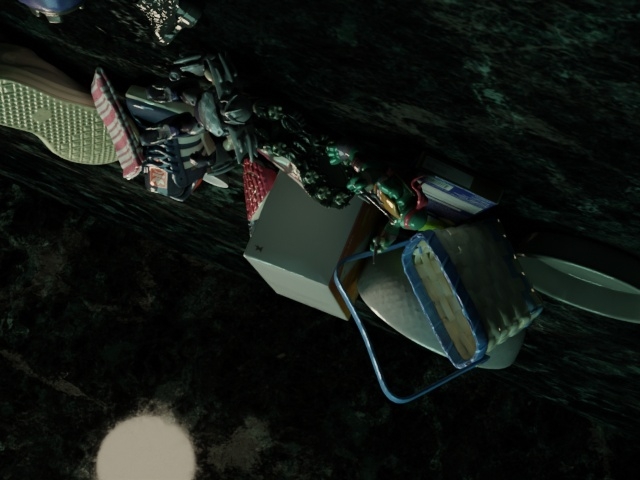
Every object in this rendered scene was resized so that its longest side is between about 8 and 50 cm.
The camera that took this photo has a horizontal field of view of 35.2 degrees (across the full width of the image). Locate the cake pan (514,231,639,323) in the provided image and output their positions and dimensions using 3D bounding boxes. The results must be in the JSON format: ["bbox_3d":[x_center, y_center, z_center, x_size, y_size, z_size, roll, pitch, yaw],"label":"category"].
[{"bbox_3d":[0.456,0.062,1.714,0.293,0.054,0.293,22,169,4],"label":"cake pan"}]

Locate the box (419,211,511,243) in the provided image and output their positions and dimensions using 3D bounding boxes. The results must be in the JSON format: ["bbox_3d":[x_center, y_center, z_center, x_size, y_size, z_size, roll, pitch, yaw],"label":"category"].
[{"bbox_3d":[0.255,-0.008,1.814,0.178,0.042,0.109,27,170,-27],"label":"box"}]

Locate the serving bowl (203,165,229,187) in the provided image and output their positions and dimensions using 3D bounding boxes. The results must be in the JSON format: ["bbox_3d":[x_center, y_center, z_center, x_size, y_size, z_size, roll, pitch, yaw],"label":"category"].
[{"bbox_3d":[-0.235,-0.145,2.205,0.083,0.027,0.083,23,169,5],"label":"serving bowl"}]

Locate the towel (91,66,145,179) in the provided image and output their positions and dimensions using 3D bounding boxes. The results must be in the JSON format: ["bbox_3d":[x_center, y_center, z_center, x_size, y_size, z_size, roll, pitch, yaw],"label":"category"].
[{"bbox_3d":[-0.378,-0.213,1.854,0.197,0.029,0.144,66,162,-1],"label":"towel"}]

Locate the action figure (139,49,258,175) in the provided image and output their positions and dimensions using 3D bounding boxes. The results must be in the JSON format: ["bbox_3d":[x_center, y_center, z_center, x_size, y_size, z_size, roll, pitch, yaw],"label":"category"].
[{"bbox_3d":[-0.182,-0.192,1.523,0.099,0.185,0.285,-12,-168,-30],"label":"action figure"}]

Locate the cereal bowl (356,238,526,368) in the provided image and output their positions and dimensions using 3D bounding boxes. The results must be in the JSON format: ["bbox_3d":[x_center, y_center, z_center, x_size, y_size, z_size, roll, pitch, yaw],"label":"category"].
[{"bbox_3d":[0.248,0.094,1.923,0.339,0.141,0.339,24,-163,-8],"label":"cereal bowl"}]

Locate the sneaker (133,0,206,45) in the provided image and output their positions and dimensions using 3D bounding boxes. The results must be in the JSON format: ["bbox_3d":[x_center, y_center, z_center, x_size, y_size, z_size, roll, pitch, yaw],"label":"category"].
[{"bbox_3d":[-0.207,-0.306,1.301,0.089,0.051,0.170,28,164,-25],"label":"sneaker"}]

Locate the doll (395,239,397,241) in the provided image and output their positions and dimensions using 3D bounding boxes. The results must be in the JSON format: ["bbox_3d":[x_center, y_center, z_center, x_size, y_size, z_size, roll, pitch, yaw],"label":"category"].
[{"bbox_3d":[0.162,0.046,2.202,0.129,0.046,0.189,-4,146,11],"label":"doll"}]

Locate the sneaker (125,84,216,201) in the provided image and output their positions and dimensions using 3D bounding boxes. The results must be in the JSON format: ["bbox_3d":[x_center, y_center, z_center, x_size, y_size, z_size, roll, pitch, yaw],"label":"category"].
[{"bbox_3d":[-0.287,-0.167,1.879,0.131,0.148,0.350,20,169,16],"label":"sneaker"}]

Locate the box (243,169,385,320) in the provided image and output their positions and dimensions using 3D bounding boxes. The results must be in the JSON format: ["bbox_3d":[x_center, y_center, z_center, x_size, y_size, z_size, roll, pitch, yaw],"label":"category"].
[{"bbox_3d":[0.000,0.000,1.927,0.168,0.215,0.345,20,170,12],"label":"box"}]

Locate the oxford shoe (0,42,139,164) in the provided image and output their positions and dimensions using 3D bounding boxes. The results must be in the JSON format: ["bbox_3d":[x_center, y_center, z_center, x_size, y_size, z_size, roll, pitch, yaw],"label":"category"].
[{"bbox_3d":[-0.518,-0.267,1.970,0.449,0.169,0.130,25,-146,-57],"label":"oxford shoe"}]

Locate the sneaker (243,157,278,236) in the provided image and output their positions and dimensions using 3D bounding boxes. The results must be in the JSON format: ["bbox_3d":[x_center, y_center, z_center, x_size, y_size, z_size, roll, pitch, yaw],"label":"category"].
[{"bbox_3d":[-0.095,-0.091,2.012,0.112,0.120,0.299,-6,168,-3],"label":"sneaker"}]

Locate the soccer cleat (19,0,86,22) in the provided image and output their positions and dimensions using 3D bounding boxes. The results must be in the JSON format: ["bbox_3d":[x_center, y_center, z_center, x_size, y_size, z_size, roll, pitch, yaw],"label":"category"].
[{"bbox_3d":[-0.429,-0.384,1.346,0.289,0.093,0.121,23,140,24],"label":"soccer cleat"}]

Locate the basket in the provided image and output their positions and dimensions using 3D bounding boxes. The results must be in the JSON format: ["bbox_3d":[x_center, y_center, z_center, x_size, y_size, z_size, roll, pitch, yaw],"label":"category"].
[{"bbox_3d":[0.195,0.106,1.651,0.289,0.254,0.201,-17,163,-16],"label":"basket"}]

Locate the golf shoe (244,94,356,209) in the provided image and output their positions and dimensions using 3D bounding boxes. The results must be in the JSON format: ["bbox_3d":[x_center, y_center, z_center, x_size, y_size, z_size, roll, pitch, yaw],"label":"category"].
[{"bbox_3d":[-0.037,-0.152,1.630,0.273,0.105,0.120,39,177,-38],"label":"golf shoe"}]

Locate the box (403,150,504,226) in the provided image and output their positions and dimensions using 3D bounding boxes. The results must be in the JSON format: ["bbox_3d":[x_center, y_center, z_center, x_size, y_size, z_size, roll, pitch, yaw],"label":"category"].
[{"bbox_3d":[0.193,-0.078,1.613,0.136,0.036,0.225,24,168,-5],"label":"box"}]

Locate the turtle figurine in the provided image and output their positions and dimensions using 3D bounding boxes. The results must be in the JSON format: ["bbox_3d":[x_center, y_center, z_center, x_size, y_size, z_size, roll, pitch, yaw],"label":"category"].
[{"bbox_3d":[0.096,-0.062,1.527,0.234,0.118,0.175,-124,16,-49],"label":"turtle figurine"}]
